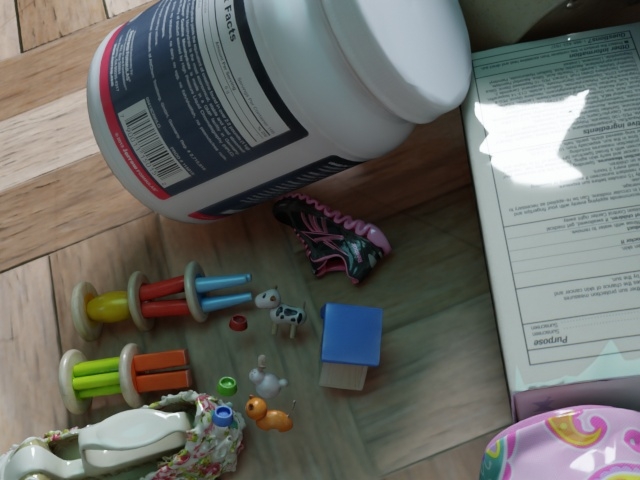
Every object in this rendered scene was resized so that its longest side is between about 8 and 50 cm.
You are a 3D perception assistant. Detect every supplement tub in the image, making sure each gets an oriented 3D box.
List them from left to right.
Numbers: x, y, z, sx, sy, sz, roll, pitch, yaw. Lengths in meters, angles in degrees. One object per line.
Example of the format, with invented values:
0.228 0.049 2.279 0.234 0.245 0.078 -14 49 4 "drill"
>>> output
-0.038 -0.136 0.692 0.272 0.191 0.191 -19 46 35 "supplement tub"

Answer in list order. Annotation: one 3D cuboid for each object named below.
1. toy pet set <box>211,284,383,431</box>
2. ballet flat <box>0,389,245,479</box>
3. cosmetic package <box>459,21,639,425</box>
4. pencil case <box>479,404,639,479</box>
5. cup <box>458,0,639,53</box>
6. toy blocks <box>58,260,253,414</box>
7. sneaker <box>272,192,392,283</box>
-0.015 0.075 0.628 0.114 0.065 0.122 6 32 -4 "toy pet set"
-0.175 0.163 0.631 0.241 0.077 0.091 -21 53 0 "ballet flat"
0.197 -0.010 0.631 0.160 0.113 0.309 -8 53 10 "cosmetic package"
0.166 0.233 0.452 0.124 0.124 0.284 -13 53 7 "pencil case"
0.186 -0.286 0.746 0.331 0.331 0.236 -22 75 -1 "cup"
-0.129 0.076 0.699 0.148 0.054 0.123 -10 51 8 "toy blocks"
0.000 0.000 0.729 0.119 0.047 0.057 24 76 32 "sneaker"
